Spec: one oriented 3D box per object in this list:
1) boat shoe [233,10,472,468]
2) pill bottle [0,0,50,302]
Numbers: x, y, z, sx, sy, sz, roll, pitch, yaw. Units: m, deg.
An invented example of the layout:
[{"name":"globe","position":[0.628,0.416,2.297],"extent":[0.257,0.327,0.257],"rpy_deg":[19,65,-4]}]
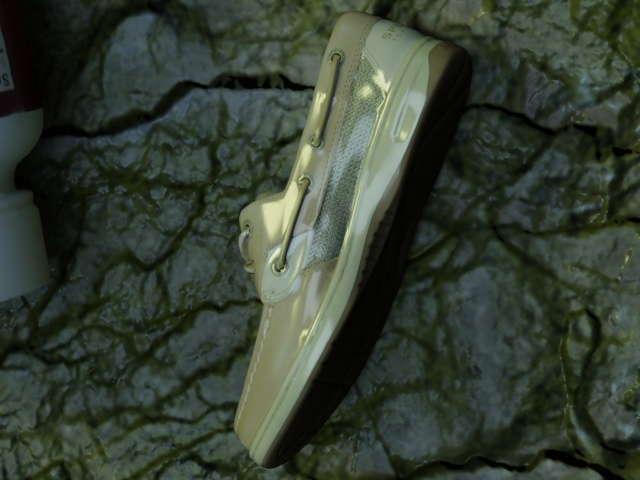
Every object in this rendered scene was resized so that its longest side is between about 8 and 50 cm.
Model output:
[{"name":"boat shoe","position":[0.000,0.000,1.210],"extent":[0.098,0.109,0.302],"rpy_deg":[24,98,17]},{"name":"pill bottle","position":[-0.307,-0.143,1.210],"extent":[0.224,0.224,0.392],"rpy_deg":[-9,97,17]}]
